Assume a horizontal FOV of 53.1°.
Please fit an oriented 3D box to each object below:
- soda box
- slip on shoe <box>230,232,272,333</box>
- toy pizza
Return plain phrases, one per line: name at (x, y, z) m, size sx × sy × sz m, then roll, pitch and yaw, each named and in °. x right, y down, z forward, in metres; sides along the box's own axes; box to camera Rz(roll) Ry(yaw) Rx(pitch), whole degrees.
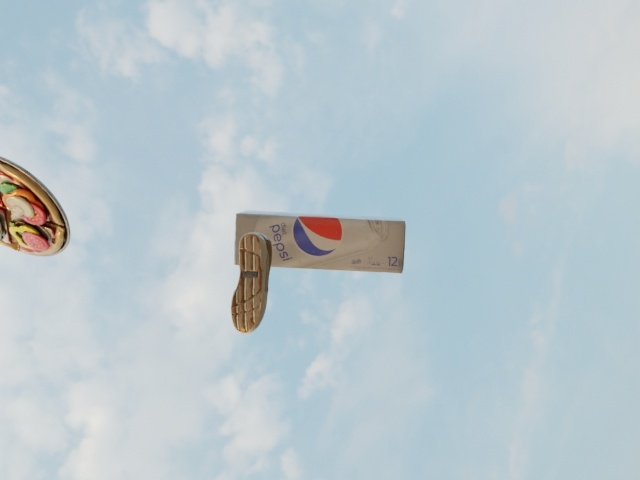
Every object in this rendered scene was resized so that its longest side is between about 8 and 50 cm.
soda box at (0.000, 0.000, 1.101) m, size 0.098 × 0.286 × 0.091 m, roll -57°, pitch -30°, yaw -83°
slip on shoe at (-0.089, 0.057, 0.862) m, size 0.041 × 0.051 × 0.135 m, roll 4°, pitch -92°, yaw -65°
toy pizza at (-0.472, -0.044, 0.960) m, size 0.201 × 0.201 × 0.032 m, roll 63°, pitch -146°, yaw -34°
